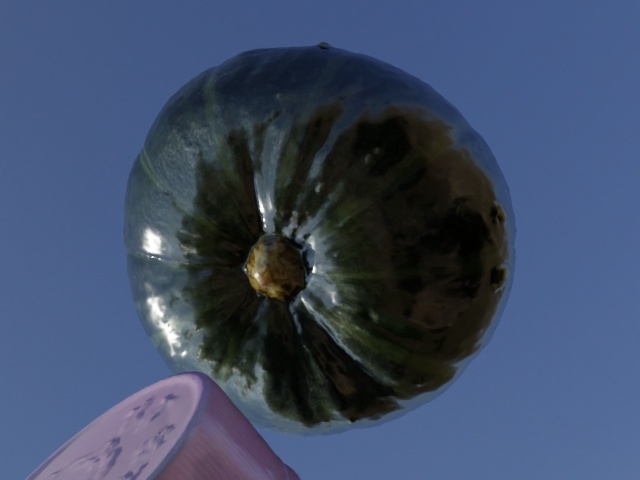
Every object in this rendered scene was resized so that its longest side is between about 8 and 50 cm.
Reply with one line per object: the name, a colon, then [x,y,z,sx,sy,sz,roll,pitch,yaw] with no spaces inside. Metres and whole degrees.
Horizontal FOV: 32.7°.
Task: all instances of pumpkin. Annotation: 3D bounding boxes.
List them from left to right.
pumpkin: [0.000,0.000,0.824,0.207,0.300,0.300,-21,-47,-68]

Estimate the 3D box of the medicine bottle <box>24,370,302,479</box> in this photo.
medicine bottle: [-0.048,0.257,0.664,0.202,0.202,0.316,-40,-75,-13]
